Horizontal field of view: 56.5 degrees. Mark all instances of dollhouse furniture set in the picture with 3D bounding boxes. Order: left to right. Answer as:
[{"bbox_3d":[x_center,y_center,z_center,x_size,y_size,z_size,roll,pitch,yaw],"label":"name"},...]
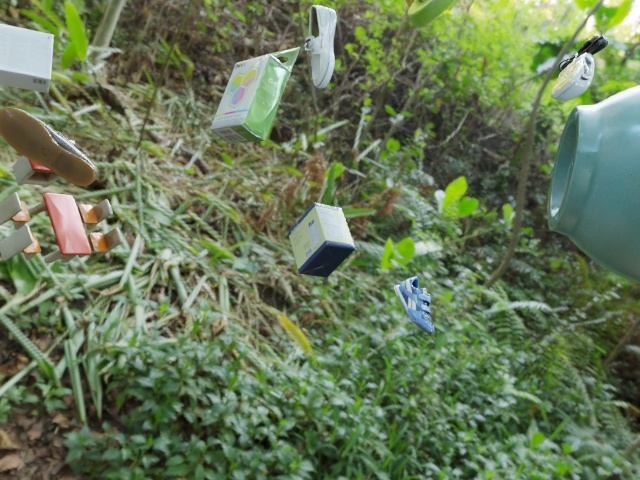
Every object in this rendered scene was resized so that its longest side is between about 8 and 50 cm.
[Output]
[{"bbox_3d":[-0.583,-0.084,1.333,0.262,0.135,0.259,1,64,-65],"label":"dollhouse furniture set"}]

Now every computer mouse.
[{"bbox_3d":[0.464,-0.299,1.078,0.042,0.106,0.193,42,49,-7],"label":"computer mouse"}]

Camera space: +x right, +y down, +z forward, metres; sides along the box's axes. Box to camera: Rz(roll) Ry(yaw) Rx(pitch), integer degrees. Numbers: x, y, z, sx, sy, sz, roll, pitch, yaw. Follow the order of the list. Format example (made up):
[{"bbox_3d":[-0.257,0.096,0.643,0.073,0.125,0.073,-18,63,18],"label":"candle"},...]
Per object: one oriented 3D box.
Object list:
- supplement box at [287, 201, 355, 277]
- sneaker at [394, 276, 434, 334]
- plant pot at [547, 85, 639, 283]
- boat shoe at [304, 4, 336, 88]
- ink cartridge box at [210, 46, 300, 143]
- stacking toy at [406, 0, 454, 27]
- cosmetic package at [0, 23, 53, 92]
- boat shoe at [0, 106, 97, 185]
[{"bbox_3d":[0.000,0.000,0.942,0.056,0.083,0.083,11,48,-35],"label":"supplement box"},{"bbox_3d":[0.215,0.139,1.302,0.053,0.059,0.144,35,22,-50],"label":"sneaker"},{"bbox_3d":[0.423,-0.082,0.802,0.196,0.292,0.293,11,15,13],"label":"plant pot"},{"bbox_3d":[-0.004,-0.236,0.722,0.035,0.100,0.035,6,0,-35],"label":"boat shoe"},{"bbox_3d":[-0.126,-0.293,1.146,0.109,0.209,0.062,5,-19,47],"label":"ink cartridge box"},{"bbox_3d":[0.233,-0.550,1.086,0.130,0.309,0.279,41,37,-19],"label":"stacking toy"},{"bbox_3d":[-0.614,-0.341,1.072,0.239,0.098,0.060,5,-17,-27],"label":"cosmetic package"},{"bbox_3d":[-0.532,-0.181,1.165,0.207,0.073,0.073,43,3,-23],"label":"boat shoe"}]
